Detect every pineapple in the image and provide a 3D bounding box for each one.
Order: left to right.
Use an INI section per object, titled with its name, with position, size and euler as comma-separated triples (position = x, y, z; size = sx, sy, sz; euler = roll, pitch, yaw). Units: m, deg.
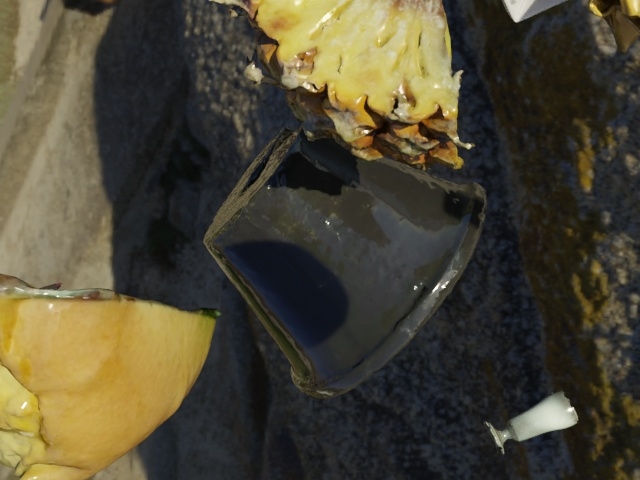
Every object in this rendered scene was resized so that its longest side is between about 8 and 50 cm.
[pineapple]
position = 0.009, -0.175, 0.821
size = 0.286, 0.209, 0.344
euler = 80, -179, -67

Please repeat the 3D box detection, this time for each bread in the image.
[bread]
position = -0.181, 0.089, 0.543
size = 0.174, 0.251, 0.133
euler = 7, 82, 17

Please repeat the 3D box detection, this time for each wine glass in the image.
[wine glass]
position = 0.384, 0.332, 1.535
size = 0.155, 0.072, 0.072
euler = -23, 56, -1

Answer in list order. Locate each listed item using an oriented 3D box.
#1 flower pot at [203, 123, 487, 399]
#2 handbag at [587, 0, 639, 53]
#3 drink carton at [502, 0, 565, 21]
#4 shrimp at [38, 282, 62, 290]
[flower pot]
position = 0.000, 0.000, 1.124
size = 0.379, 0.251, 0.379
euler = -47, 17, 19
[handbag]
position = 0.456, -0.489, 1.202
size = 0.283, 0.401, 0.133
euler = -52, 37, -9
[drink carton]
position = 0.314, -0.355, 0.998
size = 0.222, 0.102, 0.134
euler = -22, 21, 21
[shrimp]
position = -0.438, 0.114, 1.431
size = 0.023, 0.114, 0.083
euler = -16, 69, 54
